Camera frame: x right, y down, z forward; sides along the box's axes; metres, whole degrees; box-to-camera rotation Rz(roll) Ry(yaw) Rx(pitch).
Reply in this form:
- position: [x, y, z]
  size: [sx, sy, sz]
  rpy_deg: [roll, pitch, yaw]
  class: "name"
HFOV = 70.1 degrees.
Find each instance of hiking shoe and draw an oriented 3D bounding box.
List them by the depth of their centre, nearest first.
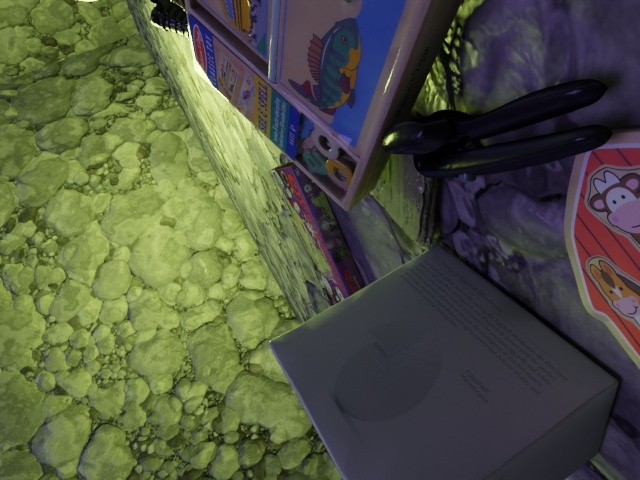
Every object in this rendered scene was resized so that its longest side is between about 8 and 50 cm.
- position: [-0.341, -0.520, 1.093]
  size: [0.227, 0.114, 0.086]
  rpy_deg: [60, 167, 14]
  class: "hiking shoe"

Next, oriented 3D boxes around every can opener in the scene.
- position: [0.119, -0.070, 0.329]
  size: [0.186, 0.073, 0.059]
  rpy_deg: [15, 123, 64]
  class: "can opener"

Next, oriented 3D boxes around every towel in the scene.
- position: [0.093, -0.068, 0.508]
  size: [0.110, 0.027, 0.148]
  rpy_deg: [53, 164, 40]
  class: "towel"

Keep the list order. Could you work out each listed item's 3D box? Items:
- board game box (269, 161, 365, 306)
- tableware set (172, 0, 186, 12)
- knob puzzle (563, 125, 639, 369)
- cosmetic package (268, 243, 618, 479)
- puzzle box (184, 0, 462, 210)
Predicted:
- position: [0.000, 0.000, 0.961]
  size: [0.347, 0.056, 0.208]
  rpy_deg: [66, 162, -12]
  class: "board game box"
- position: [-0.198, -0.376, 0.837]
  size: [0.128, 0.039, 0.194]
  rpy_deg: [58, -170, 21]
  class: "tableware set"
- position: [0.203, 0.022, 0.252]
  size: [0.213, 0.030, 0.213]
  rpy_deg: [58, 166, 23]
  class: "knob puzzle"
- position: [0.106, 0.154, 0.454]
  size: [0.224, 0.224, 0.138]
  rpy_deg: [48, 163, 49]
  class: "cosmetic package"
- position: [-0.021, -0.220, 0.368]
  size: [0.272, 0.052, 0.409]
  rpy_deg: [44, 157, 13]
  class: "puzzle box"
